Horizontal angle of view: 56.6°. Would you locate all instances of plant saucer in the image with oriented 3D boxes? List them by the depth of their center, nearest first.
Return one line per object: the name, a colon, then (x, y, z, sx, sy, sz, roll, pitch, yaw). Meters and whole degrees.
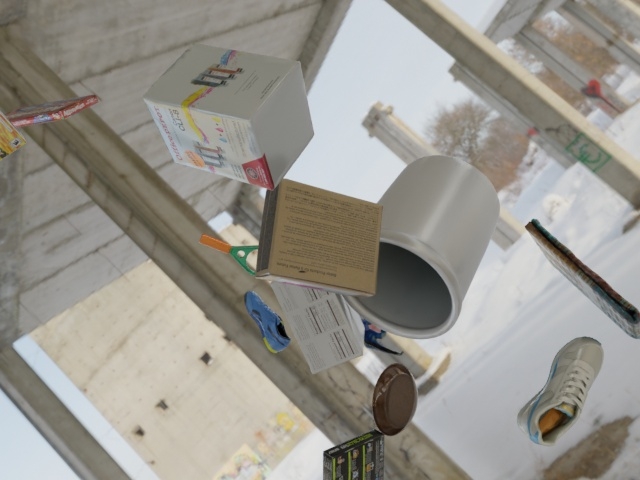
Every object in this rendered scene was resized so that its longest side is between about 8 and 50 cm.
plant saucer: (0.212, 0.441, 1.644, 0.198, 0.036, 0.198, -41, 40, 47)

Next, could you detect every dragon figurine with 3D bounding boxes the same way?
dragon figurine: (0.119, 0.291, 1.793, 0.144, 0.289, 0.085, -4, -61, -31)

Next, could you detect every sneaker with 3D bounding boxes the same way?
sneaker: (0.468, 0.288, 1.123, 0.228, 0.087, 0.092, -58, 2, 1)
sneaker: (-0.152, 0.228, 1.762, 0.082, 0.209, 0.069, -41, -22, 26)

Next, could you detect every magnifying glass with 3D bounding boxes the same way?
magnifying glass: (-0.240, 0.036, 1.729, 0.092, 0.231, 0.026, -65, 13, 10)

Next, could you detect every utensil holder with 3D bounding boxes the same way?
utensil holder: (0.263, 0.004, 1.534, 0.385, 0.328, 0.327, -52, -4, -38)

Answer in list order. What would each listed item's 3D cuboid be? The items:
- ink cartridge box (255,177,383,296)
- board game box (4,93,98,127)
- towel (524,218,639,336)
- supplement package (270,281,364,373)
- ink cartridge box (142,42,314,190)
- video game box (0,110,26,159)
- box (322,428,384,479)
ink cartridge box: (0.000, 0.000, 1.183, 0.088, 0.235, 0.193, -16, 63, 61)
board game box: (-0.757, -0.344, 1.604, 0.145, 0.281, 0.027, -60, -39, -54)
towel: (0.557, 0.088, 1.224, 0.040, 0.271, 0.370, -47, -30, 11)
supplement package: (-0.001, 0.178, 1.571, 0.145, 0.261, 0.204, -23, 8, 9)
ink cartridge box: (-0.121, -0.172, 0.814, 0.127, 0.176, 0.128, -58, -28, -30)
video game box: (-0.766, -0.233, 1.244, 0.187, 0.048, 0.205, -38, -45, -9)
box: (0.086, 0.602, 1.520, 0.184, 0.045, 0.190, -9, -77, -37)
